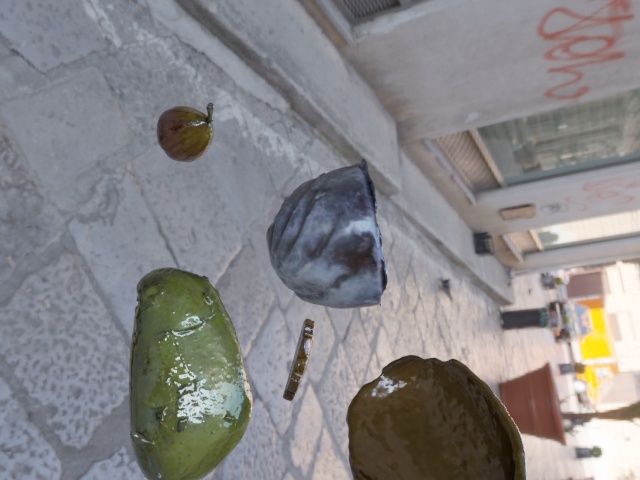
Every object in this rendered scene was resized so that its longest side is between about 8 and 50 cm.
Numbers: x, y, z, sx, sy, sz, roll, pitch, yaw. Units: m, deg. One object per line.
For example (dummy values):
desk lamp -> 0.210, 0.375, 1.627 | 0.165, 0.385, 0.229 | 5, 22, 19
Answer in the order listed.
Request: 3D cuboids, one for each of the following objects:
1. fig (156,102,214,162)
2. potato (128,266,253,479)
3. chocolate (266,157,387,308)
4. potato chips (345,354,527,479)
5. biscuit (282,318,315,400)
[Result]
fig -> -0.192, -0.169, 0.908 | 0.089, 0.125, 0.088 | 10, 76, -44
potato -> -0.119, 0.114, 0.520 | 0.085, 0.105, 0.187 | 133, -53, -70
chocolate -> 0.000, 0.000, 1.189 | 0.303, 0.213, 0.302 | 172, -90, -84
potato chips -> 0.101, 0.192, 0.536 | 0.201, 0.150, 0.049 | 56, -12, 48
biscuit -> -0.025, 0.157, 0.831 | 0.129, 0.019, 0.119 | -76, -176, -54
